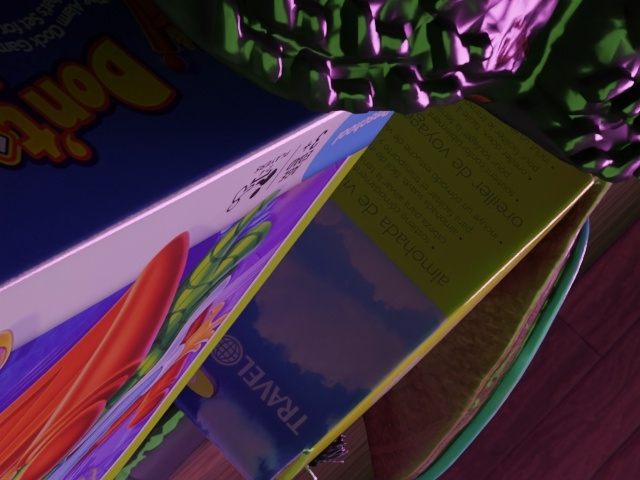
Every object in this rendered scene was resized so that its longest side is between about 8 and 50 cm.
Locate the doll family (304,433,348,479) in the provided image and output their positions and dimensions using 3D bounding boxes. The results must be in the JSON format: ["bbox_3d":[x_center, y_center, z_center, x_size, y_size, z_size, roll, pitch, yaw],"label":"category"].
[{"bbox_3d":[-0.012,0.101,1.180,0.111,0.076,0.193,-41,165,-5],"label":"doll family"}]

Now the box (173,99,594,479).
[{"bbox_3d":[0.000,0.000,0.665,0.178,0.109,0.042,-41,171,-27],"label":"box"}]

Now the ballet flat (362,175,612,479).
[{"bbox_3d":[0.077,-0.047,0.781,0.342,0.124,0.116,-54,-161,28],"label":"ballet flat"}]

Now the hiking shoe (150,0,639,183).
[{"bbox_3d":[0.004,-0.079,0.406,0.227,0.114,0.086,24,103,-50],"label":"hiking shoe"}]

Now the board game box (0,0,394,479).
[{"bbox_3d":[-0.140,0.059,0.390,0.233,0.078,0.347,-52,169,34],"label":"board game box"}]

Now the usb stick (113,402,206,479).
[{"bbox_3d":[-0.133,0.144,0.884,0.278,0.045,0.077,-47,172,5],"label":"usb stick"}]
